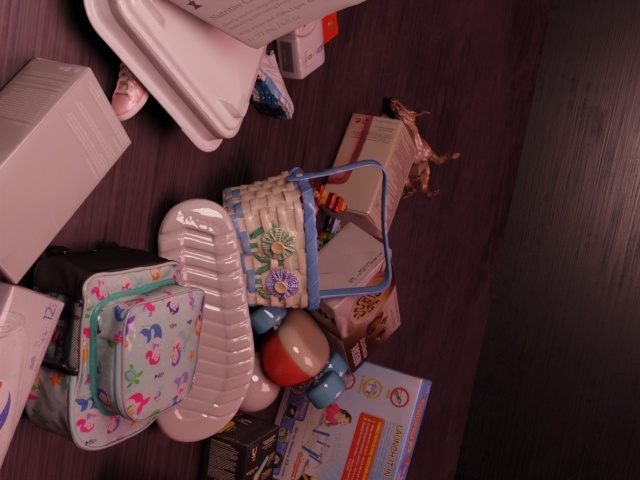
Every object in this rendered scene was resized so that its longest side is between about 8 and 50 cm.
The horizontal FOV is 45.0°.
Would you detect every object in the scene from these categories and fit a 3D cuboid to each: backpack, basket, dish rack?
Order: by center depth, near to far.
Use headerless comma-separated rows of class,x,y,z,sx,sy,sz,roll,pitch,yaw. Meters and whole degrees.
backpack,-0.277,0.149,1.040,0.225,0.191,0.254,-9,116,-63
dish rack,-0.167,-0.317,1.072,0.333,0.072,0.286,50,48,-51
basket,-0.020,0.000,1.342,0.201,0.288,0.255,-121,-158,-61

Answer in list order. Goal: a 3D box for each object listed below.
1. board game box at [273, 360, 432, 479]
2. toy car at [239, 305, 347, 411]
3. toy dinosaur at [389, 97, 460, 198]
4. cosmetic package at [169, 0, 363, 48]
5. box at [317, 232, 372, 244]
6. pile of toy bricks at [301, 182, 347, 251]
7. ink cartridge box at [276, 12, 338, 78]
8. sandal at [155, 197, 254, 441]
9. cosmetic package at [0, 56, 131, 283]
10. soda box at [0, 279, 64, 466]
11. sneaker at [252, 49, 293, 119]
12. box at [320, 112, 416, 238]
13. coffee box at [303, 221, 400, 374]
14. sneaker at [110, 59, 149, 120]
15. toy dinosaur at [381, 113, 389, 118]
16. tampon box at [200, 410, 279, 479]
board game box,0.054,0.409,1.690,0.086,0.301,0.309,32,74,-63
toy car,-0.106,0.245,1.479,0.238,0.219,0.210,-37,-174,9
toy dinosaur,0.231,-0.225,1.968,0.127,0.200,0.296,-17,152,-19
cosmetic package,-0.136,-0.384,0.857,0.384,0.217,0.156,17,70,-44
box,0.057,0.040,1.744,0.087,0.101,0.101,-42,138,-46
pile of toy bricks,0.000,0.000,1.574,0.105,0.118,0.212,26,81,-45
ink cartridge box,-0.008,-0.431,1.438,0.232,0.066,0.189,-44,139,-42
sandal,-0.192,0.131,1.273,0.102,0.169,0.417,-127,-138,-70
cosmetic package,-0.338,-0.084,0.885,0.238,0.107,0.127,-56,148,-30
soda box,-0.405,0.183,0.882,0.091,0.098,0.287,39,68,-62
sneaker,-0.089,-0.281,1.333,0.191,0.071,0.083,53,49,-59
box,0.109,-0.144,1.730,0.233,0.126,0.148,-69,154,-15
coffee box,0.061,0.126,1.584,0.168,0.118,0.297,-43,150,-19
sneaker,-0.256,-0.230,1.039,0.134,0.050,0.070,-63,144,-21
toy dinosaur,0.146,-0.264,1.874,0.090,0.047,0.082,-55,-171,52
tampon box,-0.159,0.436,1.500,0.120,0.101,0.161,-13,113,-62
